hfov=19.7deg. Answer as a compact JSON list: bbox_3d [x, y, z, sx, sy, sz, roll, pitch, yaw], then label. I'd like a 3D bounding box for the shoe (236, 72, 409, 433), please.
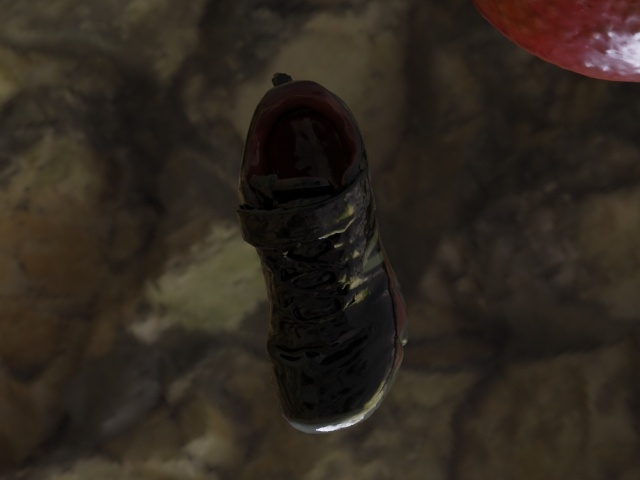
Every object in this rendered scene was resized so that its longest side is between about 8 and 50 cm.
[{"bbox_3d":[0.000,0.000,1.414,0.137,0.114,0.291,70,-168,-72],"label":"shoe"}]

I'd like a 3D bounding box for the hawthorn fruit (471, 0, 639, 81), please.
[{"bbox_3d":[0.192,-0.179,1.004,0.253,0.205,0.205,31,-160,6],"label":"hawthorn fruit"}]
